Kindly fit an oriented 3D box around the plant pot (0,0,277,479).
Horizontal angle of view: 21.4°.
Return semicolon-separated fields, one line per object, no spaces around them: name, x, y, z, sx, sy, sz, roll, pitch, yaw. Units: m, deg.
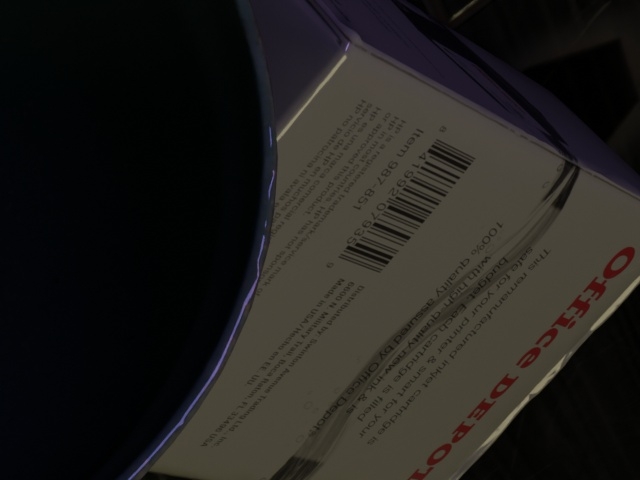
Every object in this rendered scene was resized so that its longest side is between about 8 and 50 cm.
plant pot;-0.181;-0.007;0.536;0.293;0.293;0.196;-19;167;-26

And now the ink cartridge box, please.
ink cartridge box;0.000;0.000;0.806;0.223;0.129;0.307;-49;144;15
